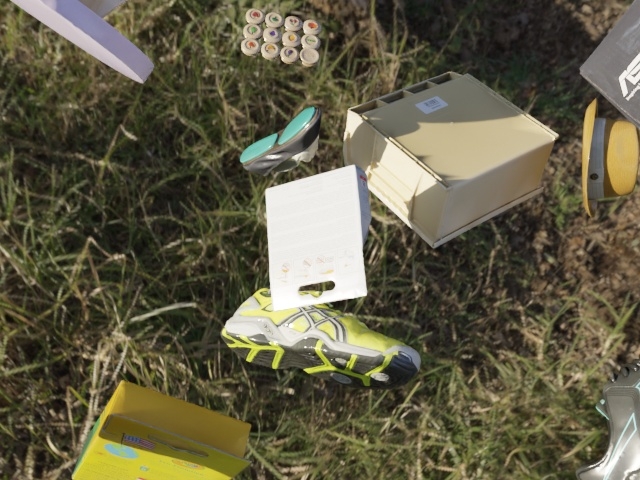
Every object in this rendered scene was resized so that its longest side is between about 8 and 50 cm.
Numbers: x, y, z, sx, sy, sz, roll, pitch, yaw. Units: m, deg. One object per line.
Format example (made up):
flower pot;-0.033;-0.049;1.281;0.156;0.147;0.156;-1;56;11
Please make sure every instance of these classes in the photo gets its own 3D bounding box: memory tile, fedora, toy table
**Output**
memory tile;-0.072;-0.384;1.214;0.148;0.012;0.113;9;65;-7
fedora;0.463;-0.129;1.023;0.079;0.194;0.194;2;55;27
toy table;-0.295;-0.339;0.786;0.252;0.274;0.160;29;87;42

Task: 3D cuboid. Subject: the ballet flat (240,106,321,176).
ballet flat;-0.049;-0.152;1.038;0.074;0.203;0.074;16;64;-37

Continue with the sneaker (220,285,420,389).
sneaker;0.000;0.160;1.155;0.385;0.145;0.147;10;56;28

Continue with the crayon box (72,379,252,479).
crayon box;-0.237;0.312;0.964;0.202;0.318;0.081;25;50;-15

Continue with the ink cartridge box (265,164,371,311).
ink cartridge box;0.000;0.000;0.869;0.146;0.045;0.179;-13;73;26

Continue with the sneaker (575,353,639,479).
sneaker;0.336;0.140;0.630;0.106;0.101;0.267;16;74;31

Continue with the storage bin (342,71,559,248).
storage bin;0.214;-0.156;1.107;0.262;0.123;0.260;-25;53;-25

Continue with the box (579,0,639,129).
box;0.455;-0.253;0.584;0.395;0.318;0.097;-13;59;-40
